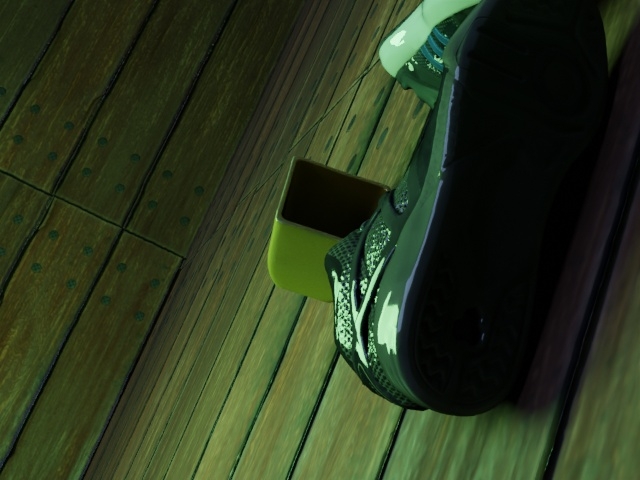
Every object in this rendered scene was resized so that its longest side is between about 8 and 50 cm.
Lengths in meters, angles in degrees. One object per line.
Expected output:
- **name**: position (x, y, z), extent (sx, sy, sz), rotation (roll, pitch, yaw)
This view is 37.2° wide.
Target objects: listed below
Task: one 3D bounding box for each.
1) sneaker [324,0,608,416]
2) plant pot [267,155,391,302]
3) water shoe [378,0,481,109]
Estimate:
- **sneaker**: position (0.065, -0.026, 0.477), extent (0.130, 0.087, 0.228), rotation (-16, 53, 66)
- **plant pot**: position (0.000, 0.000, 0.736), extent (0.081, 0.081, 0.083), rotation (-77, 7, -49)
- **water shoe**: position (0.101, -0.128, 0.575), extent (0.073, 0.080, 0.203), rotation (-44, 5, -11)
